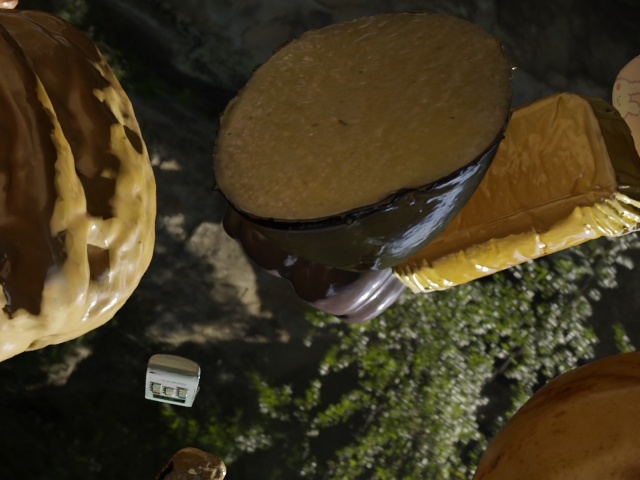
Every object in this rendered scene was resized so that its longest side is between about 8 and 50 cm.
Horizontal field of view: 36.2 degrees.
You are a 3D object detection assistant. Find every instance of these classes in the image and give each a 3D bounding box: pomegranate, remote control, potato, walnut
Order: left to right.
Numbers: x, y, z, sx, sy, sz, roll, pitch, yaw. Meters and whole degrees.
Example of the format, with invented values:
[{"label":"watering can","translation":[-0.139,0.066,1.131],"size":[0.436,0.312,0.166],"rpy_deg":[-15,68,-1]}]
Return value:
[{"label":"walnut","translation":[-0.231,-0.044,0.680],"size":[0.257,0.225,0.257],"rpy_deg":[33,-49,48]},{"label":"remote control","translation":[-0.178,0.171,1.187],"size":[0.166,0.065,0.029],"rpy_deg":[117,-17,-68]},{"label":"potato","translation":[0.033,-0.045,0.622],"size":[0.182,0.117,0.202],"rpy_deg":[-1,-134,14]},{"label":"pomegranate","translation":[0.219,0.201,0.635],"size":[0.264,0.264,0.264],"rpy_deg":[-22,-130,29]}]

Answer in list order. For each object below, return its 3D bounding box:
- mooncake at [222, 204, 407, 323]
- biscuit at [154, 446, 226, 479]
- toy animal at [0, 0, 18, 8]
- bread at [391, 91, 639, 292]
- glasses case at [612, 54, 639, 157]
[{"label":"mooncake","translation":[0.000,0.000,1.231],"size":[0.133,0.245,0.245],"rpy_deg":[-53,-138,3]},{"label":"biscuit","translation":[-0.171,0.308,1.254],"size":[0.147,0.071,0.018],"rpy_deg":[-54,-165,41]},{"label":"toy animal","translation":[-0.352,-0.306,0.747],"size":[0.196,0.281,0.169],"rpy_deg":[2,-158,18]},{"label":"bread","translation":[0.188,-0.046,1.026],"size":[0.288,0.119,0.152],"rpy_deg":[-21,-105,28]},{"label":"glasses case","translation":[0.401,-0.065,1.043],"size":[0.113,0.075,0.296],"rpy_deg":[-28,-102,50]}]
